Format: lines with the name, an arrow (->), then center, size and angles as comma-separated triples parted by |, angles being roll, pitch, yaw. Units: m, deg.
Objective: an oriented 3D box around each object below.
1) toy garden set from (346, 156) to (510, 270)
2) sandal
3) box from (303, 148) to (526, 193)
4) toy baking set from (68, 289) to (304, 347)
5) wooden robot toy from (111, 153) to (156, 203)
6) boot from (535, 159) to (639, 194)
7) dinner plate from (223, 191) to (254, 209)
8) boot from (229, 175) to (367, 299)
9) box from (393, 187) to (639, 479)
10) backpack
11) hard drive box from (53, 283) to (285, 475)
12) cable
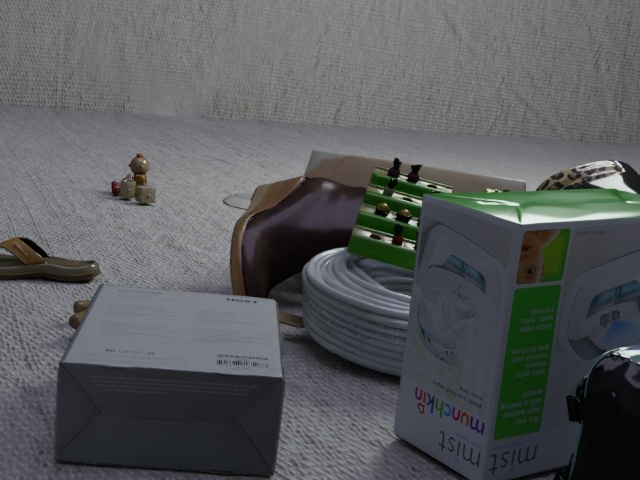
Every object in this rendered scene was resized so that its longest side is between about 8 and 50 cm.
toy garden set -> 0.151, -0.029, 1.286 | 0.203, 0.049, 0.244 | 16, 25, 2
sandal -> -0.373, 0.020, 1.358 | 0.180, 0.049, 0.072 | 4, 12, -10
box -> 0.123, -0.020, 1.484 | 0.311, 0.148, 0.121 | 9, -25, 17
toy baking set -> -0.149, 0.096, 1.187 | 0.256, 0.030, 0.196 | -4, 19, -41
wooden robot toy -> -0.342, -0.120, 1.944 | 0.076, 0.079, 0.173 | 2, 12, -18
boot -> 0.491, -0.005, 1.433 | 0.377, 0.138, 0.284 | -5, 27, -8
dinner plate -> -0.113, -0.075, 2.005 | 0.141, 0.017, 0.141 | 7, 14, -2
boot -> 0.000, 0.000, 1.348 | 0.206, 0.090, 0.248 | 2, 40, 9
box -> 0.211, 0.076, 0.966 | 0.262, 0.231, 0.126 | -2, 15, -36
backpack -> 0.280, 0.157, 0.786 | 0.144, 0.166, 0.188 | 19, 20, 40
hard drive box -> -0.127, 0.116, 0.949 | 0.181, 0.089, 0.232 | 5, 13, -4
cable -> 0.101, 0.078, 1.209 | 0.257, 0.089, 0.257 | 9, 16, -6
